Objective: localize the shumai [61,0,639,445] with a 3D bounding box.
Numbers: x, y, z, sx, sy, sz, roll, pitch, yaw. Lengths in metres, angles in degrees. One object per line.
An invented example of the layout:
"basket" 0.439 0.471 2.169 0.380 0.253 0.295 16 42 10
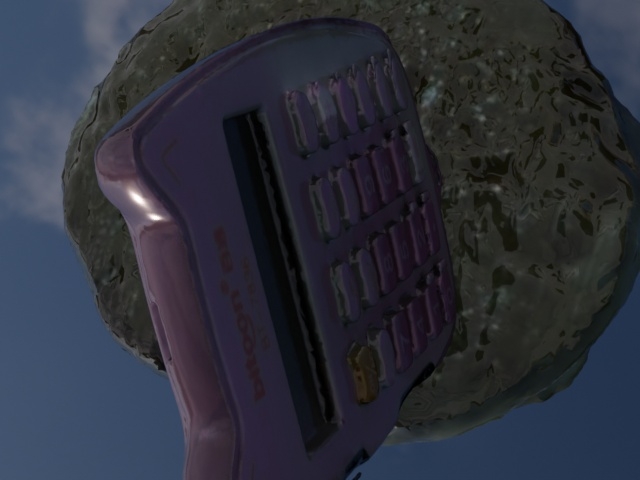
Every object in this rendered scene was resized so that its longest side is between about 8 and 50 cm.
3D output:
"shumai" 0.049 -0.005 0.862 0.397 0.323 0.324 22 -100 29

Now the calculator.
"calculator" -0.001 0.001 0.548 0.043 0.294 0.194 -10 -80 27
